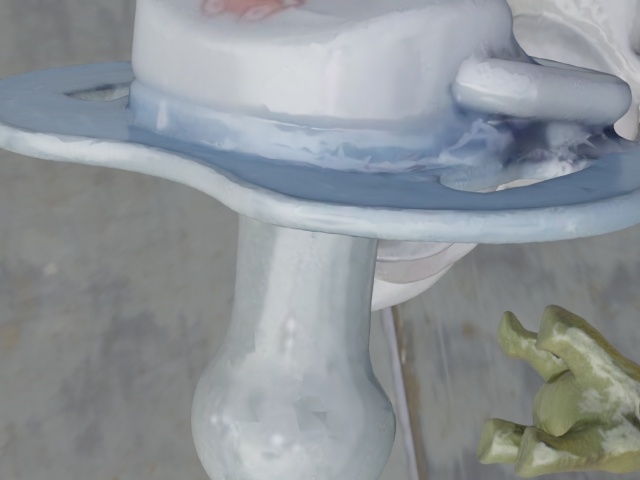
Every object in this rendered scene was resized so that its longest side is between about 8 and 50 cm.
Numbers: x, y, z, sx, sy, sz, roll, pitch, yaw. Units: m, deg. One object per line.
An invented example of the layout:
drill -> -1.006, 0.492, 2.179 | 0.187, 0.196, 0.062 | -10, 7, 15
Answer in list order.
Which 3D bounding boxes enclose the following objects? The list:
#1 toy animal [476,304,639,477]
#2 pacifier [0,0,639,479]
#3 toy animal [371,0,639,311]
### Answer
toy animal -> 0.158, 0.101, 1.181 | 0.101, 0.218, 0.103 | 15, 84, -6
pacifier -> 0.000, 0.000, 0.774 | 0.287, 0.238, 0.226 | 17, 107, 33
toy animal -> 0.101, -0.043, 1.011 | 0.131, 0.104, 0.221 | 31, 80, -18
